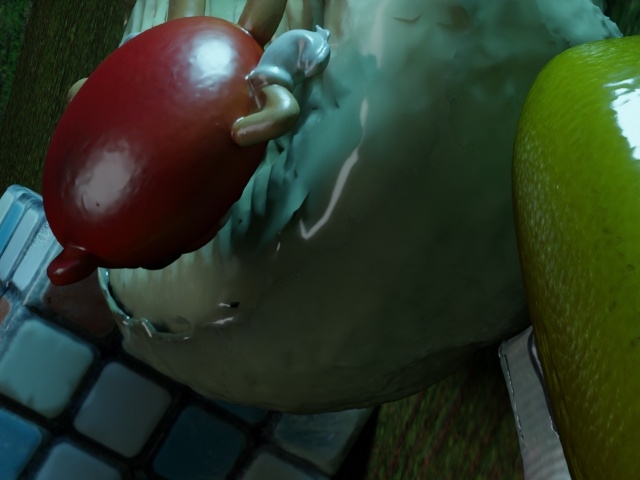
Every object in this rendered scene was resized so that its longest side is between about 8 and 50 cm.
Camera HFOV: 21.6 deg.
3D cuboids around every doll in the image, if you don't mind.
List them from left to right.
[{"bbox_3d":[-0.064,-0.068,0.810,0.183,0.085,0.217,-10,53,47],"label":"doll"}]

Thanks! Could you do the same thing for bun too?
[{"bbox_3d":[0.027,-0.066,0.936,0.359,0.211,0.360,-28,55,50],"label":"bun"}]

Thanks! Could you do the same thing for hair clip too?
[{"bbox_3d":[0.113,0.154,0.803,0.159,0.071,0.218,125,154,-62],"label":"hair clip"}]

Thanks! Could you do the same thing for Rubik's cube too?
[{"bbox_3d":[-0.154,0.134,1.194,0.256,0.259,0.253,-61,17,-1],"label":"Rubik's cube"}]

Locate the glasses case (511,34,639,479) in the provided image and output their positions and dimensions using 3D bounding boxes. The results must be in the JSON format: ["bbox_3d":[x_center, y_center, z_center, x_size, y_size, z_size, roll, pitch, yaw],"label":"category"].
[{"bbox_3d":[0.152,0.066,0.559,0.173,0.141,0.371,91,170,-48],"label":"glasses case"}]

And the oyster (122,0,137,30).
[{"bbox_3d":[-0.067,-0.183,1.254,0.361,0.096,0.221,38,-132,-73],"label":"oyster"}]
